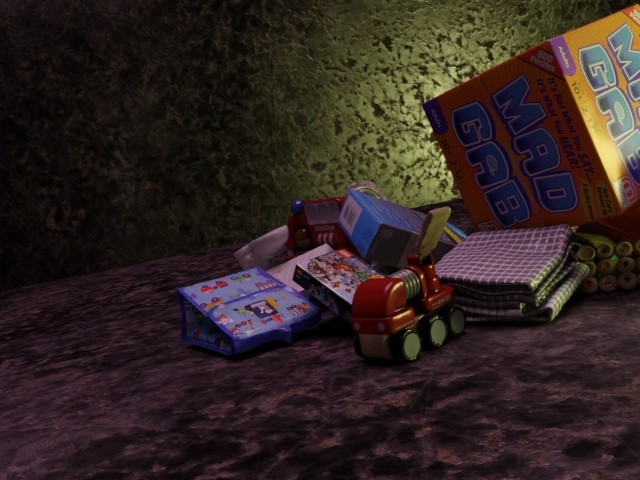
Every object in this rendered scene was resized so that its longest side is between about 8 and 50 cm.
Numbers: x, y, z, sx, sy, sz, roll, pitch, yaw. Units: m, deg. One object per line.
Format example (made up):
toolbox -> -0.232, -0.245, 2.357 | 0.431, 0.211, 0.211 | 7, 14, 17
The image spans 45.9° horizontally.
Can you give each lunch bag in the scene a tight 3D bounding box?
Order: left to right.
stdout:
lunch bag -> -0.154, 0.177, 1.684 | 0.221, 0.138, 0.293 | -15, 20, -34
lunch bag -> 0.154, -0.062, 2.454 | 0.212, 0.256, 0.305 | -10, 7, 6

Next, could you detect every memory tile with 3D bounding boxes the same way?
memory tile -> 0.593, 0.051, 1.518 | 0.148, 0.113, 0.012 | -9, -37, 25

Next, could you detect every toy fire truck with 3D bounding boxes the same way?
toy fire truck -> 0.000, 0.000, 2.206 | 0.169, 0.254, 0.302 | -16, 8, -36
toy fire truck -> 0.162, 0.075, 1.365 | 0.217, 0.246, 0.158 | -18, 9, -43

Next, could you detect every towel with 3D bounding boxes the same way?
towel -> 0.360, 0.067, 1.510 | 0.283, 0.121, 0.235 | -4, 21, 42

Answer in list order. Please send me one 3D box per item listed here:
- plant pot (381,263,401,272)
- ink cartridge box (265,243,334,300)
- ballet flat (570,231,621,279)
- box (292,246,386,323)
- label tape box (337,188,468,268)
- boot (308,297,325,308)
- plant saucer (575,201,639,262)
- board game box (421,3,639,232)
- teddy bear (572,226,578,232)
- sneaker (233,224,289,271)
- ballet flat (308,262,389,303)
plant pot -> 0.214, 0.060, 2.153 | 0.083, 0.083, 0.079 | -16, -3, -36
ink cartridge box -> -0.072, 0.115, 2.026 | 0.224, 0.056, 0.181 | -27, 27, 26
ballet flat -> 0.541, 0.025, 1.734 | 0.123, 0.123, 0.348 | -14, 12, -24
box -> 0.077, 0.106, 1.603 | 0.233, 0.044, 0.159 | 34, 34, 30
label tape box -> 0.245, -0.002, 2.002 | 0.347, 0.115, 0.249 | 18, 17, -23
boot -> 0.022, 0.122, 1.860 | 0.087, 0.118, 0.042 | 4, 39, -24
plant saucer -> 0.729, -0.062, 1.660 | 0.258, 0.048, 0.259 | -38, 31, -8
board game box -> 0.515, -0.238, 1.632 | 0.356, 0.356, 0.356 | -27, 4, -35
teddy bear -> 0.690, -0.051, 2.110 | 0.338, 0.113, 0.245 | -5, 11, 43
sneaker -> -0.141, 0.067, 2.201 | 0.108, 0.169, 0.292 | -25, -4, -30
ballet flat -> 0.088, 0.116, 1.758 | 0.280, 0.096, 0.095 | -15, -30, -51
